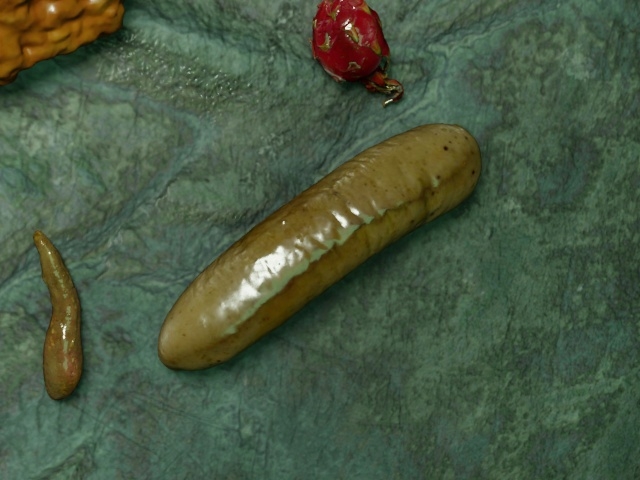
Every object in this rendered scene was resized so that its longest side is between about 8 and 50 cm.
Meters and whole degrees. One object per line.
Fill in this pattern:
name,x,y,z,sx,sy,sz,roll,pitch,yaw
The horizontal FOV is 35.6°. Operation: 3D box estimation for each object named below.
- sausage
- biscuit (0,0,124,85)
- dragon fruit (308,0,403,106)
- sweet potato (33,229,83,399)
sausage,-0.001,-0.001,1.274,0.501,0.123,0.136,-35,150,-13
biscuit,-0.304,-0.281,0.932,0.318,0.110,0.312,-23,155,-32
dragon fruit,0.051,-0.224,1.242,0.094,0.094,0.190,-45,134,-7
sweet potato,-0.311,0.092,1.188,0.050,0.050,0.214,-7,107,-26
